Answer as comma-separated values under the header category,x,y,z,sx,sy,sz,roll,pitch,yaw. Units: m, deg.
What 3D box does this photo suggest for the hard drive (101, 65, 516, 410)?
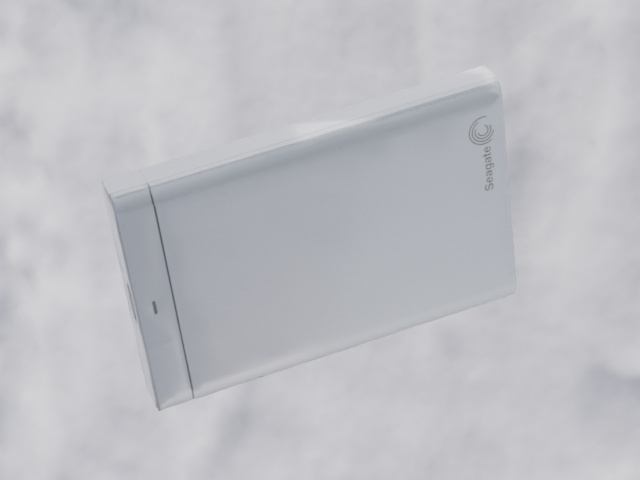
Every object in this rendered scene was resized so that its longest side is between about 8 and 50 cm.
category,x,y,z,sx,sy,sz,roll,pitch,yaw
hard drive,0.000,0.000,1.612,0.047,0.353,0.233,-125,22,-52
